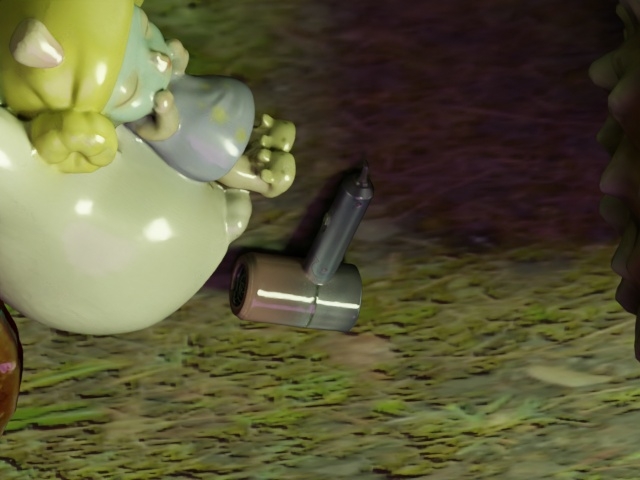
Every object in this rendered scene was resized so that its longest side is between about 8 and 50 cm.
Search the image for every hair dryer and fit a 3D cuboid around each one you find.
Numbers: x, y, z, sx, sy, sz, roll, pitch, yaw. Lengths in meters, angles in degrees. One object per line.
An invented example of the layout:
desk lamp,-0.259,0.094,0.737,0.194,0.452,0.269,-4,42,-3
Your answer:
hair dryer,0.000,0.000,0.903,0.063,0.037,0.114,8,133,-21

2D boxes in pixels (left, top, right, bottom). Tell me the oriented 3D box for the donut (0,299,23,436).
donut,-0.260,0.040,0.840,0.230,0.096,0.216,-11,142,2

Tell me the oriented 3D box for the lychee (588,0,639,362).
lychee,0.294,-0.013,0.676,0.380,0.380,0.432,-26,129,22

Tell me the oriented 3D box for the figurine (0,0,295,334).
figurine,-0.140,-0.057,0.713,0.155,0.127,0.235,-15,146,40
